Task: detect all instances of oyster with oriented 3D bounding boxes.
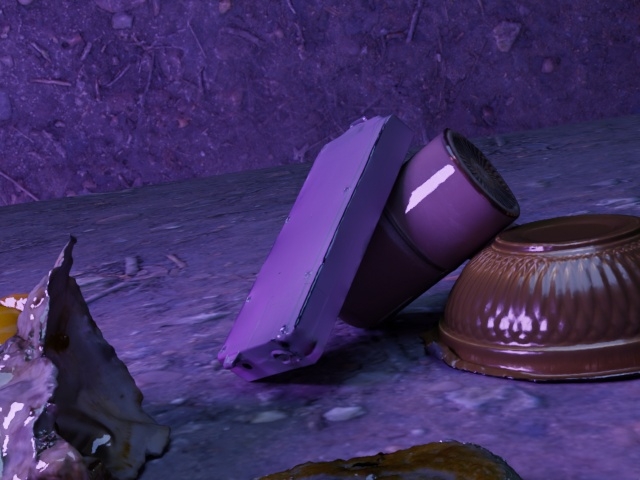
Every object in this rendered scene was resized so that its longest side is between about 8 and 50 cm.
[{"bbox_3d":[-0.168,0.106,0.596,0.107,0.162,0.233,-29,16,6],"label":"oyster"}]

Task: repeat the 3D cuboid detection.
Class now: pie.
[{"bbox_3d":[0.024,0.143,0.472,0.186,0.041,0.187,-9,10,2],"label":"pie"}]

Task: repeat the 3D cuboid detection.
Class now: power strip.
[{"bbox_3d":[0.000,0.000,0.829,0.109,0.037,0.279,-24,33,48],"label":"power strip"}]

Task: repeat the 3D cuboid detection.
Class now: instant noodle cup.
[{"bbox_3d":[0.215,0.032,0.807,0.273,0.091,0.274,-8,9,1],"label":"instant noodle cup"}]

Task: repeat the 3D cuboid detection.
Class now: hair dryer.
[{"bbox_3d":[0.143,0.008,0.982,0.189,0.107,0.344,-41,-26,22],"label":"hair dryer"}]

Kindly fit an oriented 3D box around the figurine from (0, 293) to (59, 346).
[{"bbox_3d":[-0.297,0.111,0.709,0.246,0.131,0.156,-13,-26,17],"label":"figurine"}]
